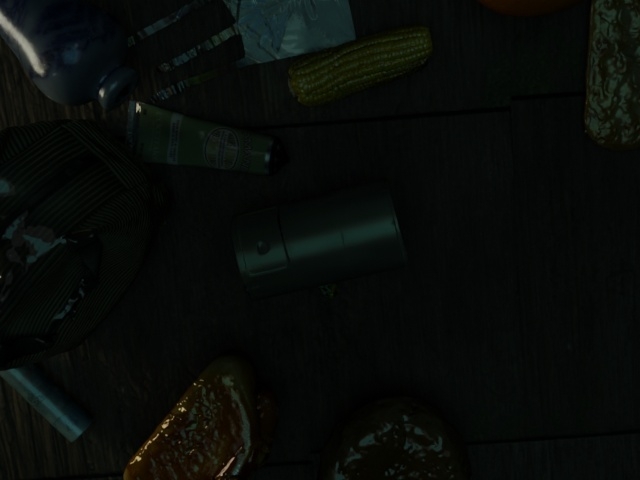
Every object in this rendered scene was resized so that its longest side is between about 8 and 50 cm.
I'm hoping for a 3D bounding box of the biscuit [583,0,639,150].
[{"bbox_3d":[0.419,-0.244,1.267,0.118,0.029,0.247,0,103,0],"label":"biscuit"}]

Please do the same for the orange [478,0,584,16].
[{"bbox_3d":[0.256,-0.403,1.118,0.261,0.261,0.261,0,102,1],"label":"orange"}]

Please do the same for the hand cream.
[{"bbox_3d":[-0.159,-0.132,1.293,0.235,0.055,0.086,11,103,6],"label":"hand cream"}]

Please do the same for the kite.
[{"bbox_3d":[-0.113,-0.305,1.271,0.309,0.015,0.169,-20,101,3],"label":"kite"}]

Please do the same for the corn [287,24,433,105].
[{"bbox_3d":[0.054,-0.237,1.255,0.203,0.072,0.072,-18,102,4],"label":"corn"}]

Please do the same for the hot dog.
[{"bbox_3d":[-0.154,0.291,1.338,0.153,0.150,0.257,40,100,2],"label":"hot dog"}]

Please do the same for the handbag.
[{"bbox_3d":[-0.379,0.009,1.231,0.247,0.240,0.341,38,103,0],"label":"handbag"}]

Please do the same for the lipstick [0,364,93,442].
[{"bbox_3d":[-0.408,0.228,1.375,0.048,0.048,0.158,-43,98,9],"label":"lipstick"}]

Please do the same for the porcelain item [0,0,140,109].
[{"bbox_3d":[-0.355,-0.275,1.224,0.259,0.141,0.141,39,100,3],"label":"porcelain item"}]

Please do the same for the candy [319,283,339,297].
[{"bbox_3d":[-0.014,0.063,1.349,0.083,0.025,0.023,15,74,6],"label":"candy"}]

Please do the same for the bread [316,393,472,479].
[{"bbox_3d":[0.106,0.333,1.353,0.230,0.123,0.230,0,99,-3],"label":"bread"}]

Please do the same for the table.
[{"bbox_3d":[0.000,0.000,1.278,0.220,0.126,0.126,-14,102,4],"label":"table"}]
